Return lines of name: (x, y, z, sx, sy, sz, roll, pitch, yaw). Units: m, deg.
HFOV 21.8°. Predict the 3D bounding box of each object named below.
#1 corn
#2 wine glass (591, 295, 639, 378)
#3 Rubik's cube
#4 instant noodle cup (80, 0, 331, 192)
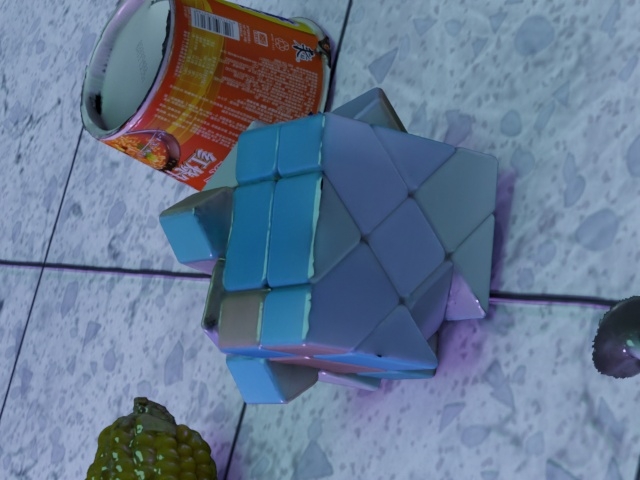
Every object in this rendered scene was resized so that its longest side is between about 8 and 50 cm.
corn: (-0.148, 0.303, 1.456, 0.130, 0.130, 0.346, -30, 54, 44)
wine glass: (0.253, 0.102, 1.054, 0.066, 0.066, 0.198, -63, 34, 9)
Rubik's cube: (0.000, 0.000, 1.326, 0.213, 0.224, 0.265, -8, 72, 54)
instant noodle cup: (-0.118, -0.148, 1.606, 0.213, 0.174, 0.213, -31, 49, 44)
